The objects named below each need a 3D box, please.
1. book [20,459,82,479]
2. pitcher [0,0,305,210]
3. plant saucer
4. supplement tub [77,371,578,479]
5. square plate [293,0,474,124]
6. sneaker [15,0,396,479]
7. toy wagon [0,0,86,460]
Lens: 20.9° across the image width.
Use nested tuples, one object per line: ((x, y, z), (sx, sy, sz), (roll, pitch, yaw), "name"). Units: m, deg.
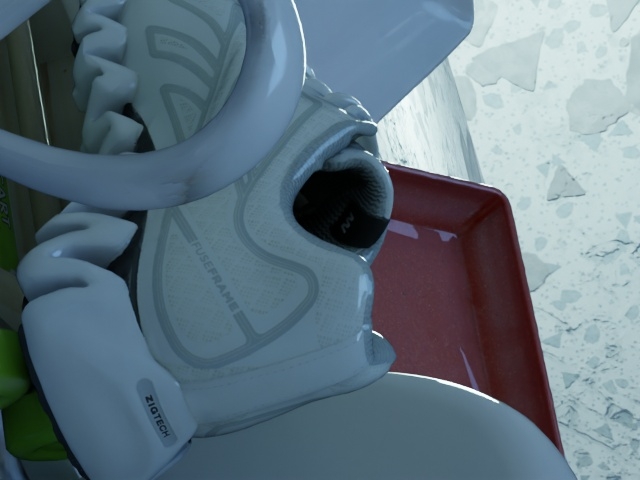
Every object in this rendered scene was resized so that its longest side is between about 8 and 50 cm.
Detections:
((-0.091, 0.095, 0.777), (0.144, 0.035, 0.096), (-78, 148, -64), "book")
((-0.108, -0.074, 0.424), (0.125, 0.207, 0.178), (56, 23, -61), "pitcher")
((0.030, 0.068, 1.069), (0.259, 0.048, 0.258), (12, 57, -35), "plant saucer")
((0.024, 0.232, 0.644), (0.228, 0.228, 0.316), (-87, 160, -58), "supplement tub")
((0.008, -0.230, 1.180), (0.344, 0.049, 0.347), (-44, 138, -44), "square plate")
((-0.031, -0.028, 0.646), (0.292, 0.118, 0.110), (-93, 163, -52), "sneaker")
((-0.126, -0.049, 0.678), (0.344, 0.068, 0.267), (45, 33, -71), "toy wagon")
